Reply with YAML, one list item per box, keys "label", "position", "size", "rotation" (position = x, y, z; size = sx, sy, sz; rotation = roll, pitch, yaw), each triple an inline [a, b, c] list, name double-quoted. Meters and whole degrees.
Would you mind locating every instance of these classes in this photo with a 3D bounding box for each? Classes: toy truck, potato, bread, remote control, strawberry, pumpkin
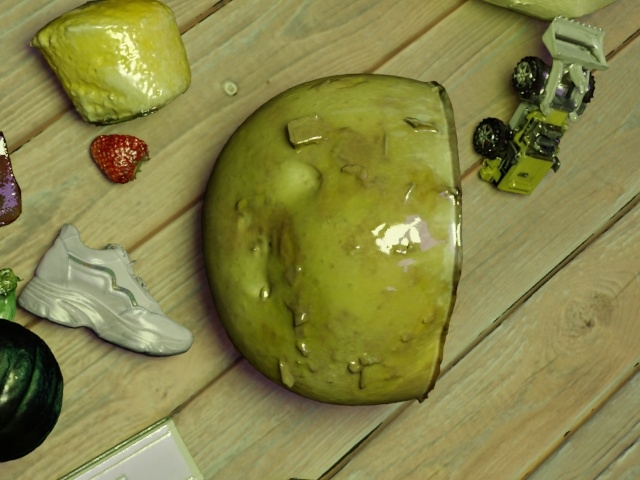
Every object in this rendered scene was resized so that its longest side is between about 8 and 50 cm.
- label: "toy truck"
  position: [0.351, -0.201, 1.568]
  size: [0.136, 0.111, 0.286]
  rotation: [8, 125, -29]
- label: "potato"
  position: [0.000, 0.000, 1.355]
  size: [0.319, 0.385, 0.442]
  rotation: [-1, 77, -7]
- label: "bread"
  position: [-0.281, -0.248, 1.375]
  size: [0.197, 0.197, 0.171]
  rotation: [-24, 102, -18]
- label: "remote control"
  position: [-0.308, 0.360, 1.399]
  size: [0.277, 0.055, 0.103]
  rotation: [-29, 96, -16]
- label: "strawberry"
  position: [-0.288, -0.120, 1.424]
  size: [0.083, 0.073, 0.073]
  rotation: [27, 79, -2]
- label: "pumpkin"
  position: [-0.435, 0.152, 1.275]
  size: [0.248, 0.248, 0.248]
  rotation: [1, 87, -19]

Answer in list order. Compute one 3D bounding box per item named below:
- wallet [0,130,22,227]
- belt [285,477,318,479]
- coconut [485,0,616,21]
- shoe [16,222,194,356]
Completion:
- label: "wallet"
  position: [-0.537, -0.056, 1.352]
  size: [0.255, 0.031, 0.137]
  rotation: [-15, 97, -16]
- label: "belt"
  position: [-0.021, 0.446, 1.468]
  size: [0.261, 0.105, 0.184]
  rotation: [-4, 91, -16]
- label: "coconut"
  position: [0.331, -0.514, 1.510]
  size: [0.360, 0.346, 0.346]
  rotation: [14, 83, -17]
- label: "shoe"
  position: [-0.283, 0.075, 1.401]
  size: [0.245, 0.095, 0.138]
  rotation: [22, 83, -10]
